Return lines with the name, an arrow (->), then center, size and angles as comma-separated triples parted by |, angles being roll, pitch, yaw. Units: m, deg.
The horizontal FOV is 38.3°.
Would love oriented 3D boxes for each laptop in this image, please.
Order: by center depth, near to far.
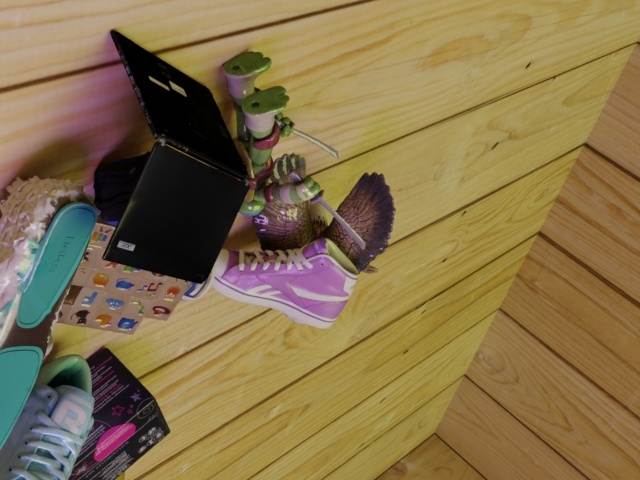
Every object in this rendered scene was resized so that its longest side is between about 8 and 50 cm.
laptop -> -0.210, -0.101, 1.222 | 0.136, 0.264, 0.234 | -31, 159, 16

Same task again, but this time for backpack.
backpack -> -0.250, -0.065, 1.290 | 0.101, 0.120, 0.098 | 8, 77, -62

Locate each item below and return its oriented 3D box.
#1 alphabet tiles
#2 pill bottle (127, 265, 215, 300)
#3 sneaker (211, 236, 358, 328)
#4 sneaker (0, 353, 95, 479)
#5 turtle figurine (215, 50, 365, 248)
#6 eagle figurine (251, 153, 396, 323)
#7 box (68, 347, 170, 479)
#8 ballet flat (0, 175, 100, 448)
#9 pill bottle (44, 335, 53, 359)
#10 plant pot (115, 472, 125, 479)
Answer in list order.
alphabet tiles -> -0.307, 0.059, 1.363 | 0.237, 0.009, 0.198 | 14, 124, -36
pill bottle -> -0.251, 0.037, 1.454 | 0.094, 0.094, 0.169 | -54, 147, 8
sneaker -> -0.069, 0.037, 1.616 | 0.282, 0.102, 0.161 | 19, 122, -19
sneaker -> -0.397, 0.281, 1.320 | 0.135, 0.366, 0.150 | 35, 105, -26
turtle figurine -> -0.051, -0.152, 1.425 | 0.266, 0.275, 0.198 | 86, 15, -51
eagle figurine -> -0.004, -0.010, 1.712 | 0.226, 0.225, 0.298 | -29, 160, -18
box -> -0.403, 0.332, 1.565 | 0.247, 0.142, 0.163 | -39, 154, -20
ballet flat -> -0.414, 0.102, 1.186 | 0.409, 0.147, 0.147 | -65, 154, -2
pill bottle -> -0.468, 0.190, 1.302 | 0.180, 0.108, 0.108 | -55, 154, 11
plant pot -> -0.415, 0.419, 1.704 | 0.134, 0.134, 0.095 | 90, 19, -54
